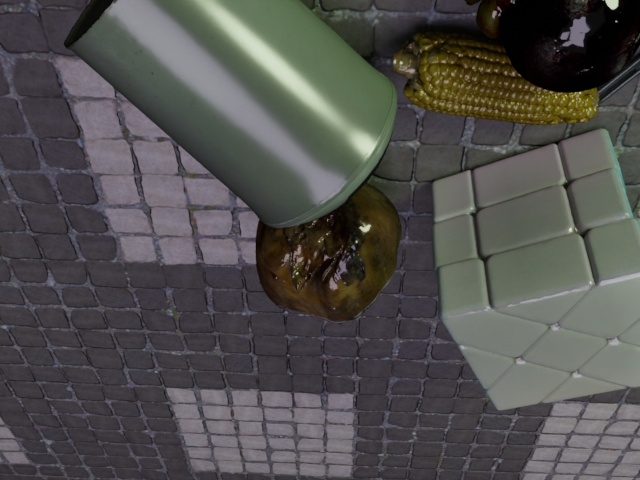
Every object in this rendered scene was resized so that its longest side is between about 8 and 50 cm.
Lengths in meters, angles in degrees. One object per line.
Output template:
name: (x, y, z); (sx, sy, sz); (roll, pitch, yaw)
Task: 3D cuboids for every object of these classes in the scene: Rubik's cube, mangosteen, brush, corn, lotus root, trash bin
Rubik's cube: (0.390, 0.060, 1.238); (0.318, 0.316, 0.322); (-17, 133, 21)
mangosteen: (0.301, -0.309, 0.943); (0.250, 0.211, 0.211); (27, 143, 22)
brush: (0.504, -0.282, 1.063); (0.062, 0.027, 0.266); (27, 133, -23)
corn: (0.259, -0.235, 1.073); (0.321, 0.119, 0.119); (5, 138, -9)
lotus root: (0.000, 0.000, 1.215); (0.272, 0.272, 0.192); (-6, 161, 11)
trash bin: (-0.098, -0.217, 1.004); (0.280, 0.280, 0.432); (-31, 124, 32)
